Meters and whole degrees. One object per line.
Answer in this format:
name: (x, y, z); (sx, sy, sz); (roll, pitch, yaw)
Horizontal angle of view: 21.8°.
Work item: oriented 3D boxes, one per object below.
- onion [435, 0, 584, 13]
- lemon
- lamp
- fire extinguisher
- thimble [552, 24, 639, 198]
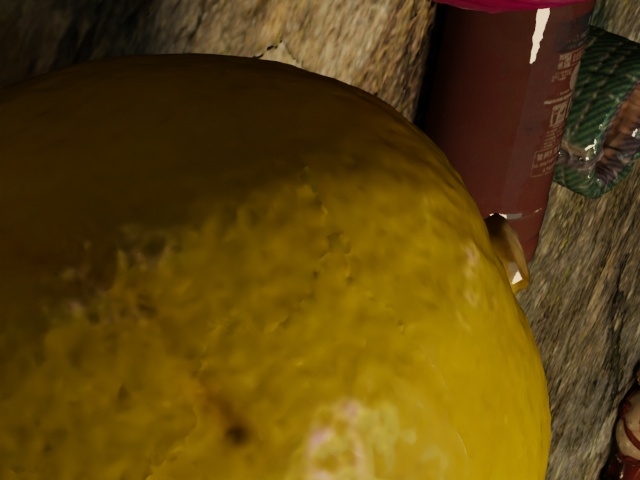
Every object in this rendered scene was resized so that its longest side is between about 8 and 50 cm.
onion: (0.032, -0.266, 0.691); (0.385, 0.348, 0.348); (-5, 124, -21)
lemon: (-0.064, 0.079, 0.734); (0.348, 0.348, 0.348); (-42, 147, -37)
lamp: (0.415, 0.209, 1.991); (0.118, 0.118, 0.253); (-25, 135, -53)
fire extinguisher: (0.136, -0.153, 1.181); (0.138, 0.102, 0.344); (-85, -176, -61)
thimble: (0.220, -0.107, 1.365); (0.135, 0.090, 0.118); (-52, 151, -21)
